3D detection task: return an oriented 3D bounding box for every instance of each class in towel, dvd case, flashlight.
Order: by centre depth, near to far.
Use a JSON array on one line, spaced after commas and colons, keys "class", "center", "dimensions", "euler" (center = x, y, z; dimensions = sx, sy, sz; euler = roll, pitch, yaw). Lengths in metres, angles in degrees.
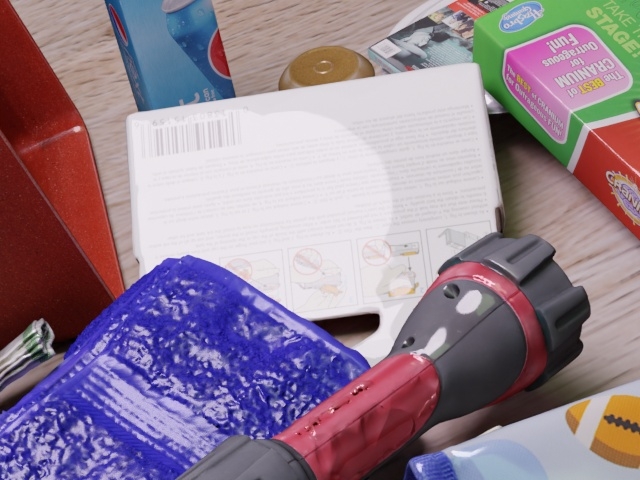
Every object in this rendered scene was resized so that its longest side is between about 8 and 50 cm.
[{"class": "flashlight", "center": [0.037, 0.101, 1.038], "dimensions": [0.304, 0.103, 0.103], "euler": [-32, 27, -35]}, {"class": "towel", "center": [-0.113, 0.147, 1.088], "dimensions": [0.228, 0.076, 0.308], "euler": [28, 55, 25]}, {"class": "towel", "center": [-0.241, 0.113, 1.157], "dimensions": [0.152, 0.023, 0.113], "euler": [-42, 6, -4]}, {"class": "dvd case", "center": [0.109, -0.161, 1.376], "dimensions": [0.119, 0.013, 0.087], "euler": [-29, 40, -18]}]

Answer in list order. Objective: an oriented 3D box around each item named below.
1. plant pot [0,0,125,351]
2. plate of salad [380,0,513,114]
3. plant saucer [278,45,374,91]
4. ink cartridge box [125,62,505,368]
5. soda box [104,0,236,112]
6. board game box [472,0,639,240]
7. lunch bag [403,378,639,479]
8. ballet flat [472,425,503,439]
[{"class": "plant pot", "center": [-0.319, -0.057, 1.269], "dimensions": [0.236, 0.267, 0.267], "euler": [-25, 41, 3]}, {"class": "plate of salad", "center": [0.149, -0.156, 1.406], "dimensions": [0.200, 0.048, 0.200], "euler": [-9, 38, 7]}, {"class": "plant saucer", "center": [0.004, -0.143, 1.451], "dimensions": [0.083, 0.015, 0.083], "euler": [-7, 41, 6]}, {"class": "ink cartridge box", "center": [0.000, 0.000, 1.264], "dimensions": [0.275, 0.060, 0.239], "euler": [-8, 66, 5]}, {"class": "soda box", "center": [-0.118, -0.153, 1.345], "dimensions": [0.071, 0.210, 0.067], "euler": [-24, 43, -12]}, {"class": "board game box", "center": [0.300, -0.101, 1.255], "dimensions": [0.242, 0.064, 0.316], "euler": [-29, 54, -18]}, {"class": "lunch bag", "center": [0.243, 0.253, 0.781], "dimensions": [0.328, 0.239, 0.385], "euler": [-20, 64, -10]}, {"class": "ballet flat", "center": [0.135, 0.139, 1.066], "dimensions": [0.206, 0.067, 0.073], "euler": [-13, 41, -1]}]
